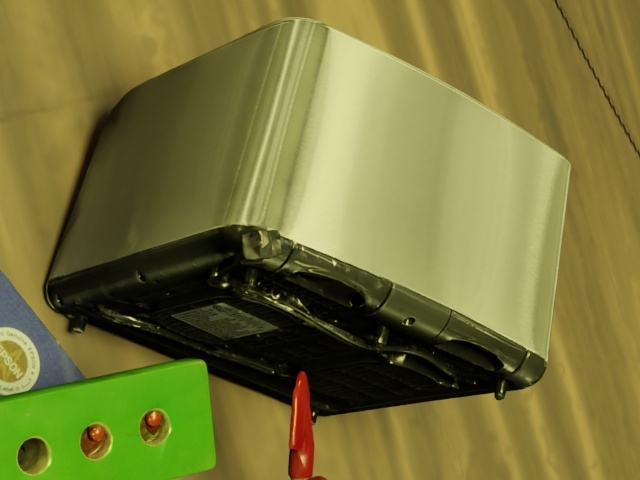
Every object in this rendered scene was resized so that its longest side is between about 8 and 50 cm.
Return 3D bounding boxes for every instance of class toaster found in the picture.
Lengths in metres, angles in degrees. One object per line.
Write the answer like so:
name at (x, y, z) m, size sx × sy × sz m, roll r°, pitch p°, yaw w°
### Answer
toaster at (0.000, 0.000, 0.696) m, size 0.168 × 0.185 × 0.110 m, roll 24°, pitch 67°, yaw -30°

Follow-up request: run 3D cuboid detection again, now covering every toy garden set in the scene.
toy garden set at (-0.053, 0.168, 0.661) m, size 0.203 × 0.049 × 0.244 m, roll -9°, pitch 97°, yaw -40°

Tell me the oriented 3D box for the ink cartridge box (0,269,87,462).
ink cartridge box at (-0.206, 0.042, 0.608) m, size 0.223 × 0.045 × 0.224 m, roll 53°, pitch 51°, yaw -13°
